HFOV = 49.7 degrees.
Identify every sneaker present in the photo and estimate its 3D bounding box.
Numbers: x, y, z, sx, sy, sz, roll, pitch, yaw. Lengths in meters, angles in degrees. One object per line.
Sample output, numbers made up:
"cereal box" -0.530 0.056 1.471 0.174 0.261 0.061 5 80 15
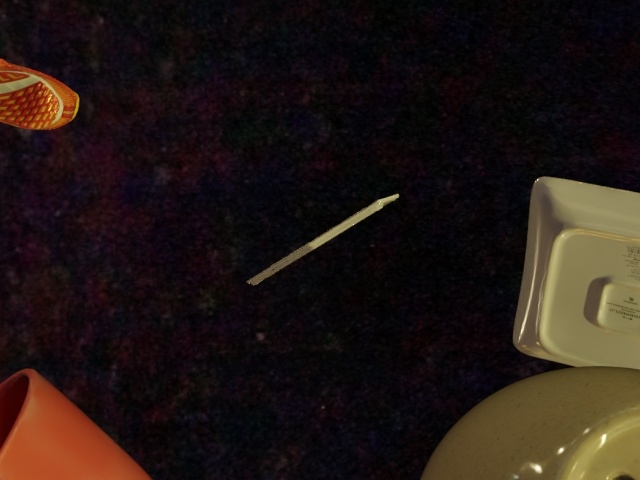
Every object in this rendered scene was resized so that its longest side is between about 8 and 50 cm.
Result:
"sneaker" -0.293 -0.133 0.585 0.175 0.067 0.064 24 98 -2

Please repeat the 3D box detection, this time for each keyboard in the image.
"keyboard" 0.000 0.000 1.004 0.256 0.072 0.014 -31 90 30

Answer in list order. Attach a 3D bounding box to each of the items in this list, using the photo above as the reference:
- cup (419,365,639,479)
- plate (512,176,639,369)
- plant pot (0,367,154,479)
"cup" 0.232 0.230 0.506 0.331 0.331 0.237 58 171 26
"plate" 0.381 0.074 0.846 0.277 0.045 0.277 14 125 26
"plant pot" -0.335 0.334 0.830 0.275 0.243 0.275 -37 27 22
